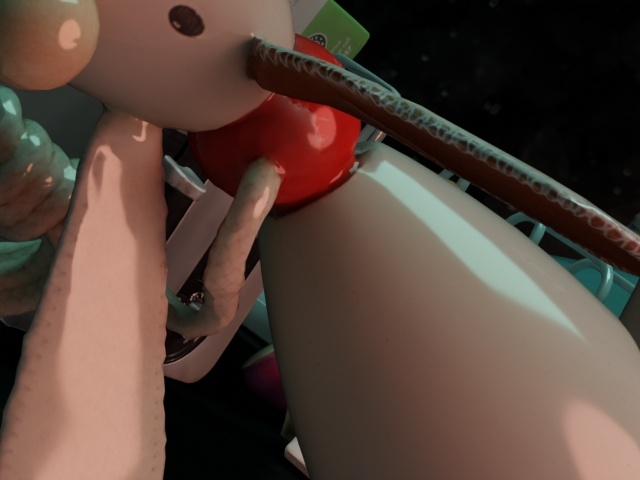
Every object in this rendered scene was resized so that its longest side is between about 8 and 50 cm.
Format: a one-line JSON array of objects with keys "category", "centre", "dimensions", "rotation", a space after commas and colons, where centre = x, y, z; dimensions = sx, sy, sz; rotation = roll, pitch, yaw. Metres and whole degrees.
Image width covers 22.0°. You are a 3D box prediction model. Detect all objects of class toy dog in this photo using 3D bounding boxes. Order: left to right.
[{"category": "toy dog", "centre": [0.012, 0.047, 0.414], "dimensions": [0.333, 0.220, 0.161], "rotation": [30, 38, -21]}]

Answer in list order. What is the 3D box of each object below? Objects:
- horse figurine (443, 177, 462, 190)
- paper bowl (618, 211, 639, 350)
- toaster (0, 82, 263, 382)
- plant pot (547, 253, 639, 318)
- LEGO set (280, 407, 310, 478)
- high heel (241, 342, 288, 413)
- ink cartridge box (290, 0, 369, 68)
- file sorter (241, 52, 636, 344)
[{"category": "horse figurine", "centre": [0.000, 0.000, 0.852], "dimensions": [0.263, 0.066, 0.174], "rotation": [2, -4, -35]}, {"category": "paper bowl", "centre": [0.245, 0.093, 0.794], "dimensions": [0.284, 0.148, 0.284], "rotation": [50, 6, -7]}, {"category": "toaster", "centre": [-0.108, -0.042, 0.649], "dimensions": [0.185, 0.110, 0.168], "rotation": [40, 3, 25]}, {"category": "plant pot", "centre": [0.236, 0.128, 1.259], "dimensions": [0.165, 0.166, 0.234], "rotation": [11, 12, -3]}, {"category": "LEGO set", "centre": [0.110, 0.133, 0.685], "dimensions": [0.132, 0.107, 0.287], "rotation": [35, 5, -45]}, {"category": "high heel", "centre": [0.040, 0.099, 0.863], "dimensions": [0.117, 0.082, 0.244], "rotation": [67, 16, 14]}, {"category": "ink cartridge box", "centre": [-0.145, -0.185, 1.263], "dimensions": [0.119, 0.207, 0.353], "rotation": [44, 5, 39]}, {"category": "file sorter", "centre": [0.070, 0.026, 1.105], "dimensions": [0.277, 0.173, 0.193], "rotation": [37, 4, -22]}]
